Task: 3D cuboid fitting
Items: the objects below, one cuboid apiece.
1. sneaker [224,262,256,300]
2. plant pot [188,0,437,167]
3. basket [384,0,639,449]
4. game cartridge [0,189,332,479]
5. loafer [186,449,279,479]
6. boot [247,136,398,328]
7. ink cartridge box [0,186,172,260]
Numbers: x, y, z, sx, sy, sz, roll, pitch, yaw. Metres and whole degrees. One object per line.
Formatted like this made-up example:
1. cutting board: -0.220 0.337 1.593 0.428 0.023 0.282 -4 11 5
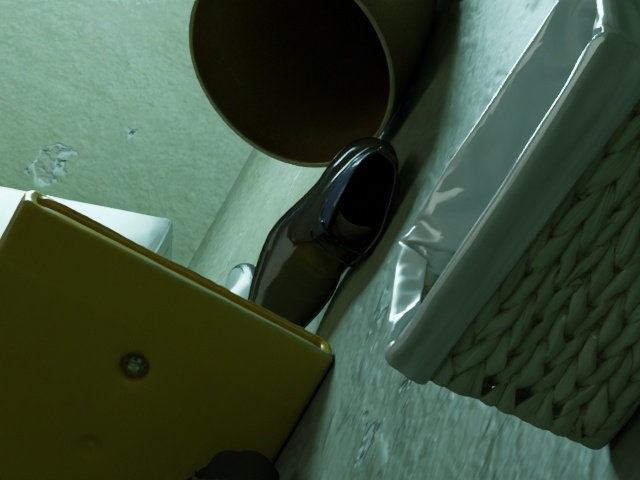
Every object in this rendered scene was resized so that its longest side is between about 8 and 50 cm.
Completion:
1. sneaker: -0.126 0.111 1.781 0.100 0.108 0.271 -57 7 40
2. plant pot: 0.024 -0.242 1.728 0.254 0.237 0.237 -49 -4 -47
3. basket: 0.111 -0.013 0.654 0.167 0.103 0.113 -58 8 26
4. game cartridge: -0.189 0.161 1.332 0.324 0.285 0.053 -59 12 12
5. loafer: -0.070 0.190 1.209 0.078 0.080 0.220 -64 8 -13
6. boot: 0.000 0.000 1.437 0.219 0.082 0.106 -60 5 -2
7. ink cartridge box: -0.325 0.149 1.840 0.160 0.279 0.385 -68 -14 -56
